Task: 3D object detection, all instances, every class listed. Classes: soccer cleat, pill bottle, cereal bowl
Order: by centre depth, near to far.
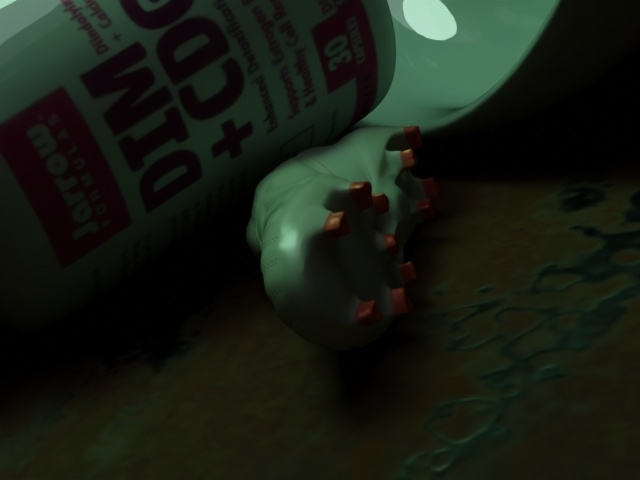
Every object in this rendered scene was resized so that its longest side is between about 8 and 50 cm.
[{"bbox_3d":[0.000,0.000,0.600,0.076,0.068,0.196,-16,13,16],"label":"soccer cleat"},{"bbox_3d":[-0.118,-0.059,0.673,0.283,0.160,0.160,-35,27,-21],"label":"pill bottle"},{"bbox_3d":[0.088,-0.221,0.743,0.141,0.339,0.339,-6,14,-31],"label":"cereal bowl"}]
